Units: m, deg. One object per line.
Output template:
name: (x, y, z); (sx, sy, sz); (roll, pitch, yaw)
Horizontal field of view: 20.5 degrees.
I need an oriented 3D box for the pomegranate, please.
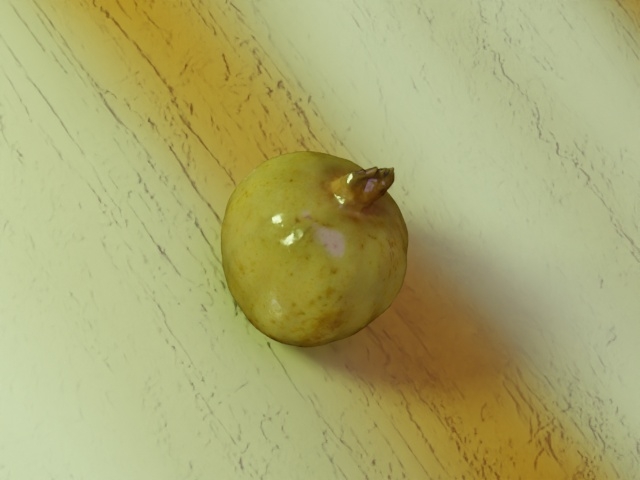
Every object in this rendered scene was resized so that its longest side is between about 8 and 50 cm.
pomegranate: (-0.009, 0.010, 1.867); (0.207, 0.207, 0.207); (10, 62, -19)
